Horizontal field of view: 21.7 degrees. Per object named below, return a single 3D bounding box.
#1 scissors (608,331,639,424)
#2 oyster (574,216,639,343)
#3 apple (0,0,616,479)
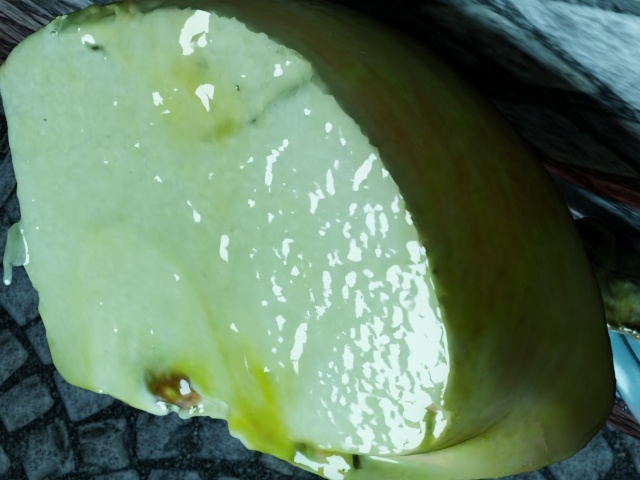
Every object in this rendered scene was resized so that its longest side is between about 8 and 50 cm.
[{"bbox_3d":[0.264,0.172,1.107,0.180,0.032,0.393,26,-142,-51],"label":"scissors"},{"bbox_3d":[0.263,0.062,1.048,0.345,0.078,0.128,28,-163,7],"label":"oyster"},{"bbox_3d":[0.000,0.000,0.891,0.309,0.252,0.314,6,158,38],"label":"apple"}]
